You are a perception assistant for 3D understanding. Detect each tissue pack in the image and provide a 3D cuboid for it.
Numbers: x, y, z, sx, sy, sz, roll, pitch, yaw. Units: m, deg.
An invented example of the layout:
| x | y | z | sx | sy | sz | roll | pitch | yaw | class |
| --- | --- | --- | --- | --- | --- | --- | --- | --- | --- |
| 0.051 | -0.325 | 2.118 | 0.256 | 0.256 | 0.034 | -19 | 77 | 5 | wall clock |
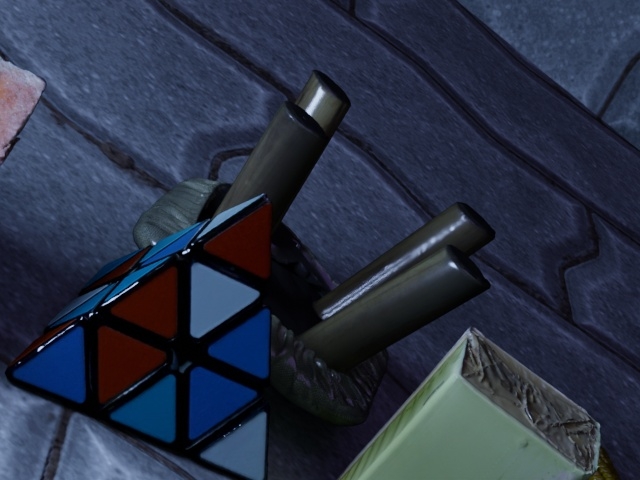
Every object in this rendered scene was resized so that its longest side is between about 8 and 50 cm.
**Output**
| x | y | z | sx | sy | sz | roll | pitch | yaw | class |
| --- | --- | --- | --- | --- | --- | --- | --- | --- | --- |
| 0.123 | 0.224 | 1.713 | 0.159 | 0.234 | 0.125 | 38 | 24 | -4 | tissue pack |

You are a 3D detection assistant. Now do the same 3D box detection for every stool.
| x | y | z | sx | sy | sz | roll | pitch | yaw | class |
| --- | --- | --- | --- | --- | --- | --- | --- | --- | --- |
| 0.000 | 0.000 | 1.912 | 0.310 | 0.226 | 0.310 | 41 | 14 | -4 | stool |

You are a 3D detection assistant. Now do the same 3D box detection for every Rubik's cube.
| x | y | z | sx | sy | sz | roll | pitch | yaw | class |
| --- | --- | --- | --- | --- | --- | --- | --- | --- | --- |
| -0.136 | 0.040 | 1.648 | 0.250 | 0.234 | 0.284 | 9 | 38 | -51 | Rubik's cube |

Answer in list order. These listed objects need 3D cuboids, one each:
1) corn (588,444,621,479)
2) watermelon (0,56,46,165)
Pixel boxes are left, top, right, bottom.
| x | y | z | sx | sy | sz | roll | pitch | yaw | class |
| --- | --- | --- | --- | --- | --- | --- | --- | --- | --- |
| 0.282 | 0.259 | 2.084 | 0.097 | 0.097 | 0.261 | 26 | 26 | -32 | corn |
| -0.366 | -0.080 | 1.557 | 0.310 | 0.193 | 0.232 | 51 | 25 | 24 | watermelon |
